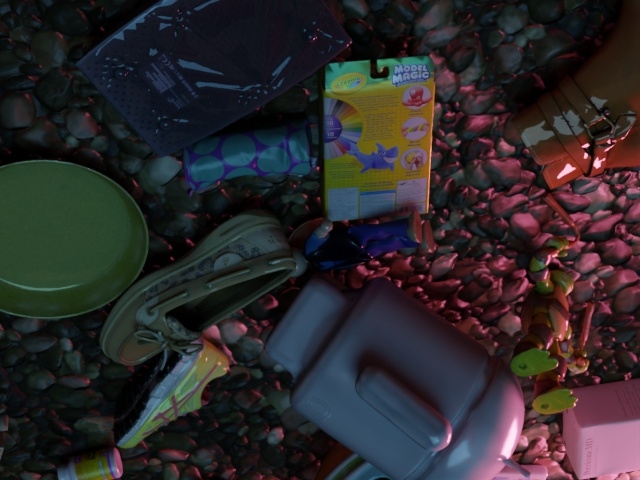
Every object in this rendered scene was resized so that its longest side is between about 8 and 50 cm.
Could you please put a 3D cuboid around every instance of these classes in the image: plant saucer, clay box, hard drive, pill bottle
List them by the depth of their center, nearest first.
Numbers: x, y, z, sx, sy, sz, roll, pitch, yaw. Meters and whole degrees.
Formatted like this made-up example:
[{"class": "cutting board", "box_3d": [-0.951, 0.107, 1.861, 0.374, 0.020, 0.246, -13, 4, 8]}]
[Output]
[{"class": "hard drive", "box_3d": [-0.114, -0.211, 1.439, 0.254, 0.054, 0.172, -30, 129, 14]}, {"class": "clay box", "box_3d": [0.063, -0.125, 1.544, 0.127, 0.053, 0.222, -5, 130, -6]}, {"class": "plant saucer", "box_3d": [-0.324, -0.008, 1.583, 0.241, 0.037, 0.241, -5, 131, -6]}, {"class": "plant saucer", "box_3d": [0.000, 0.000, 1.662, 0.083, 0.015, 0.083, -6, 130, -7]}, {"class": "pill bottle", "box_3d": [-0.317, 0.314, 1.848, 0.083, 0.043, 0.043, -14, 131, 1]}]

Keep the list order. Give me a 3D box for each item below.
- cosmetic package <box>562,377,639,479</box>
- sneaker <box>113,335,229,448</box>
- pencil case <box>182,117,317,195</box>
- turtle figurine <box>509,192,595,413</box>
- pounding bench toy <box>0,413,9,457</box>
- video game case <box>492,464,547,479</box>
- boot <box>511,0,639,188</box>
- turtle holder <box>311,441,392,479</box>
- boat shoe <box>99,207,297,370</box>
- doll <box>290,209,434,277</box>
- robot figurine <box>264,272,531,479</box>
[{"class": "cosmetic package", "box_3d": [0.469, 0.261, 1.921, 0.231, 0.085, 0.117, -10, 130, -3]}, {"class": "sneaker", "box_3d": [-0.195, 0.208, 1.759, 0.094, 0.081, 0.208, 26, 120, -31]}, {"class": "pencil case", "box_3d": [-0.082, -0.096, 1.535, 0.151, 0.064, 0.070, -7, 114, -3]}, {"class": "turtle figurine", "box_3d": [0.284, 0.094, 1.689, 0.087, 0.217, 0.269, -2, 128, 19]}, {"class": "pounding bench toy", "box_3d": [-0.450, 0.257, 1.771, 0.065, 0.052, 0.083, 12, 126, -19]}, {"class": "video game case", "box_3d": [0.225, 0.406, 2.038, 0.201, 0.023, 0.183, 3, 129, -13]}, {"class": "boot", "box_3d": [0.315, -0.186, 1.521, 0.220, 0.109, 0.283, -21, 137, 13]}, {"class": "turtle holder", "box_3d": [0.129, 0.379, 1.812, 0.243, 0.320, 0.227, -11, 133, -31]}, {"class": "boat shoe", "box_3d": [-0.153, 0.075, 1.630, 0.285, 0.089, 0.104, -40, 149, 20]}, {"class": "doll", "box_3d": [0.034, 0.006, 1.613, 0.189, 0.046, 0.129, -14, 155, 22]}, {"class": "robot figurine", "box_3d": [0.104, 0.183, 1.661, 0.353, 0.300, 0.200, 35, 99, 1]}]
